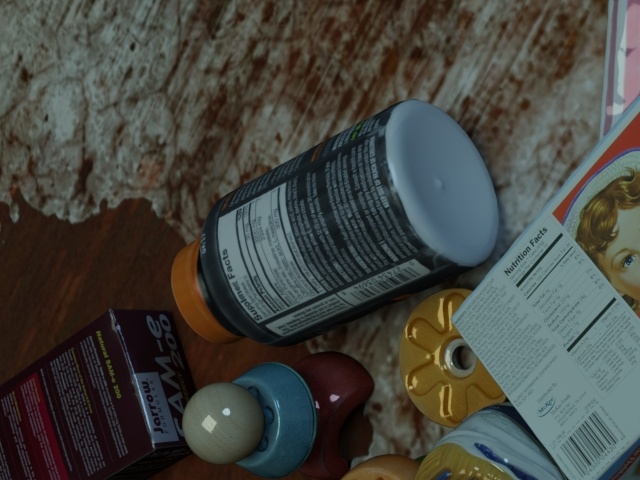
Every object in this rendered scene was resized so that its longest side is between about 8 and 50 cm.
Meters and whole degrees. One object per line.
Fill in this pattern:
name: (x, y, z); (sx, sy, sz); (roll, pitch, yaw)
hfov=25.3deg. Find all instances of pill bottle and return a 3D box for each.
pill bottle: (0.000, 0.000, 1.061); (0.246, 0.130, 0.130); (-25, 72, 36)

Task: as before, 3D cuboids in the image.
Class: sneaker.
sneaker: (0.191, 0.223, 0.908); (0.112, 0.131, 0.296); (-39, 90, 34)

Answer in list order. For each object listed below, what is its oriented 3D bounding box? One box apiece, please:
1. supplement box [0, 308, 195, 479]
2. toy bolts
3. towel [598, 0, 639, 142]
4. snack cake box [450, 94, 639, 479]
supplement box: (-0.217, 0.167, 1.264); (0.239, 0.073, 0.130); (-32, 69, 34)
toy bolts: (0.017, 0.129, 1.021); (0.228, 0.158, 0.218); (17, 98, 38)
towel: (0.267, -0.113, 0.914); (0.197, 0.029, 0.144); (3, 89, 39)
snack cake box: (0.219, 0.014, 0.873); (0.264, 0.089, 0.152); (-52, 54, 26)
